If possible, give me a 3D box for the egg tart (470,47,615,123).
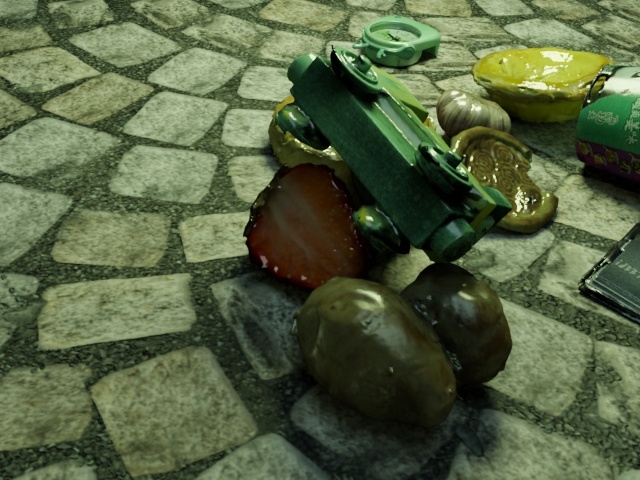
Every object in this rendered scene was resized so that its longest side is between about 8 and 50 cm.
[{"bbox_3d":[0.469,-0.323,1.691,0.315,0.120,0.315,-3,27,2],"label":"egg tart"}]

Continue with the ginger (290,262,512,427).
[{"bbox_3d":[0.131,0.124,1.064,0.304,0.155,0.245,-12,32,-34],"label":"ginger"}]

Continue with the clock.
[{"bbox_3d":[0.171,-0.470,1.913,0.159,0.065,0.211,33,45,32],"label":"clock"}]

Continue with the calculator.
[{"bbox_3d":[0.549,0.048,1.301,0.166,0.028,0.274,34,47,28],"label":"calculator"}]

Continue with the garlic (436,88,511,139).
[{"bbox_3d":[0.297,-0.234,1.584,0.159,0.102,0.147,6,27,-41],"label":"garlic"}]

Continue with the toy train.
[{"bbox_3d":[0.111,-0.123,1.172,0.253,0.160,0.397,9,39,-55],"label":"toy train"}]

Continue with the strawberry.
[{"bbox_3d":[0.000,0.000,1.225,0.236,0.190,0.111,48,12,27],"label":"strawberry"}]

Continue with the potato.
[{"bbox_3d":[0.080,-0.063,1.304,0.138,0.098,0.243,38,31,4],"label":"potato"}]

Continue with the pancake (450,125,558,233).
[{"bbox_3d":[0.320,-0.111,1.424,0.212,0.029,0.235,-10,61,-30],"label":"pancake"}]

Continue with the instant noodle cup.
[{"bbox_3d":[0.604,-0.219,1.499,0.190,0.251,0.251,21,39,33],"label":"instant noodle cup"}]

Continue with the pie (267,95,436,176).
[{"bbox_3d":[0.066,-0.216,1.549,0.340,0.083,0.339,2,35,-1],"label":"pie"}]
